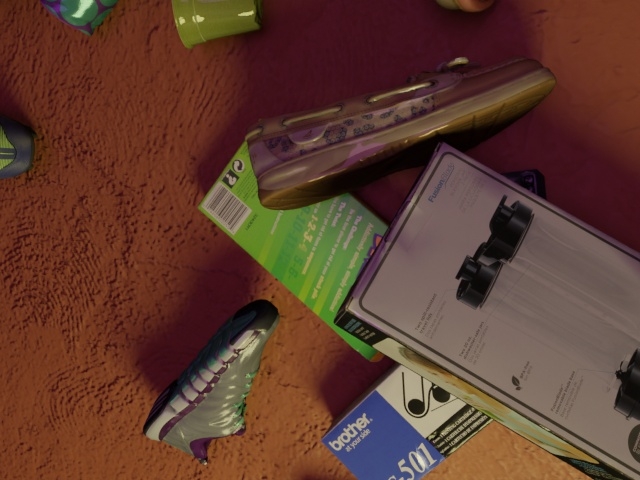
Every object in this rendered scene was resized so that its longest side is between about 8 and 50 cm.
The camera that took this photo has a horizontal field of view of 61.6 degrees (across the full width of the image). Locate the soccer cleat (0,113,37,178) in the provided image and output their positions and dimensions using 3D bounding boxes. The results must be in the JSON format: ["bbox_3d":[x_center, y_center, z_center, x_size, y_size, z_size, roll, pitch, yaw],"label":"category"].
[{"bbox_3d":[-0.489,-0.136,0.650,0.289,0.121,0.093,12,100,15],"label":"soccer cleat"}]

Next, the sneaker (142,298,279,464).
[{"bbox_3d":[-0.100,0.162,0.609,0.098,0.083,0.223,39,111,-13],"label":"sneaker"}]

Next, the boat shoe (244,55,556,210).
[{"bbox_3d":[0.066,-0.114,0.494,0.285,0.104,0.089,-19,78,5],"label":"boat shoe"}]

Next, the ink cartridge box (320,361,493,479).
[{"bbox_3d":[0.102,0.168,0.542,0.097,0.046,0.207,44,113,8],"label":"ink cartridge box"}]

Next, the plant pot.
[{"bbox_3d":[-0.102,-0.244,0.556,0.079,0.083,0.083,-1,96,3],"label":"plant pot"}]

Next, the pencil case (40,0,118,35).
[{"bbox_3d":[-0.244,-0.305,0.590,0.070,0.064,0.151,41,106,-5],"label":"pencil case"}]

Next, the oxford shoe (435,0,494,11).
[{"bbox_3d":[0.078,-0.369,0.484,0.130,0.123,0.348,-8,97,45],"label":"oxford shoe"}]

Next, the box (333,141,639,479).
[{"bbox_3d":[0.177,0.066,0.448,0.290,0.087,0.169,30,74,3],"label":"box"}]

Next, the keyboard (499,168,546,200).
[{"bbox_3d":[0.172,0.026,0.530,0.108,0.023,0.180,-6,94,17],"label":"keyboard"}]

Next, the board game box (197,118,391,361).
[{"bbox_3d":[0.000,0.000,0.570,0.259,0.039,0.124,42,105,11],"label":"board game box"}]
